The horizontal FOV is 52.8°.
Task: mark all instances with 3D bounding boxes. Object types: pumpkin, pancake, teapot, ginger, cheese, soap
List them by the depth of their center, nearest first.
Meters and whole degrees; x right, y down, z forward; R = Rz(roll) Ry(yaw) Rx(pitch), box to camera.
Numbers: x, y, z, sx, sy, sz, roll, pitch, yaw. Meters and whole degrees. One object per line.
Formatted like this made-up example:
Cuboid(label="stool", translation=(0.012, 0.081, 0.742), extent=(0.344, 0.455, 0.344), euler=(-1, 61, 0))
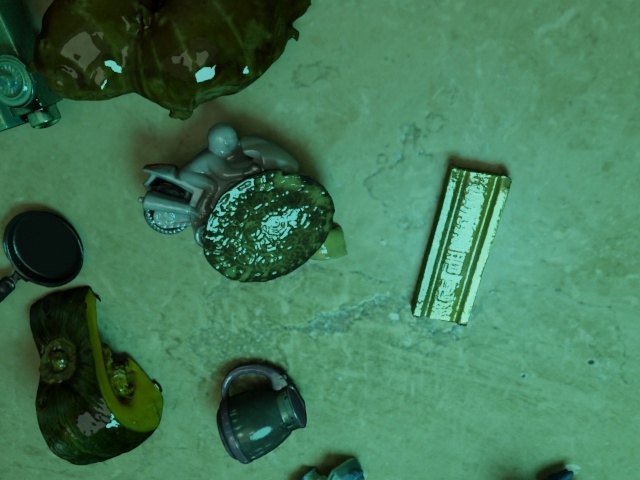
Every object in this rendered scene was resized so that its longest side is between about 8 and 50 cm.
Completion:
Cuboid(label="ginger", translation=(-0.191, -0.301, 0.841), extent=(0.358, 0.152, 0.274), euler=(5, 84, 0))
Cuboid(label="pancake", translation=(-0.073, -0.018, 0.921), extent=(0.199, 0.021, 0.199), euler=(-12, 127, -16))
Cuboid(label="soap", translation=(0.211, 0.011, 0.982), extent=(0.092, 0.037, 0.252), euler=(11, 112, 0))
Cuboid(label="cheese", translation=(0.001, 0.000, 0.997), extent=(0.084, 0.041, 0.060), euler=(4, 111, 5))
Cuboid(label="teapot", translation=(-0.099, 0.291, 1.107), extent=(0.146, 0.148, 0.116), euler=(-23, 144, 3))
Cuboid(label="pumpkin", translation=(-0.382, 0.234, 1.113), extent=(0.139, 0.190, 0.280), euler=(-22, 65, 14))

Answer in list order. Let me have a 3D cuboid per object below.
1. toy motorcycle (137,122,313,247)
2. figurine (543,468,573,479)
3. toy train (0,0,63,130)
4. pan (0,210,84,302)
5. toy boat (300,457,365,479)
Cuboid(label="toy motorcycle", translation=(-0.135, -0.088, 0.940), extent=(0.260, 0.110, 0.170), euler=(-4, 113, 0))
Cuboid(label="figurine", translation=(0.400, 0.547, 1.108), extent=(0.298, 0.243, 0.416), euler=(-33, 126, 8))
Cuboid(label="toy train", translation=(-0.478, -0.286, 0.892), extent=(0.194, 0.120, 0.298), euler=(-13, 108, 19))
Cuboid(label="pan", translation=(-0.490, 0.042, 1.073), extent=(0.235, 0.028, 0.136), euler=(-39, 103, 15))
Cuboid(label="toy boat", translation=(0.001, 0.472, 1.180), extent=(0.102, 0.088, 0.215), euler=(37, 117, 28))
